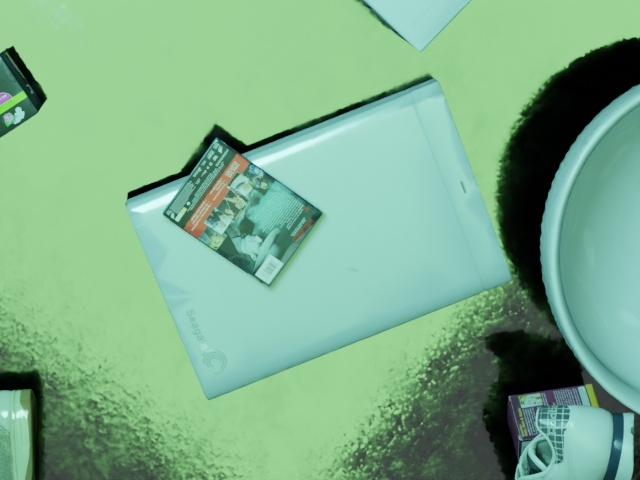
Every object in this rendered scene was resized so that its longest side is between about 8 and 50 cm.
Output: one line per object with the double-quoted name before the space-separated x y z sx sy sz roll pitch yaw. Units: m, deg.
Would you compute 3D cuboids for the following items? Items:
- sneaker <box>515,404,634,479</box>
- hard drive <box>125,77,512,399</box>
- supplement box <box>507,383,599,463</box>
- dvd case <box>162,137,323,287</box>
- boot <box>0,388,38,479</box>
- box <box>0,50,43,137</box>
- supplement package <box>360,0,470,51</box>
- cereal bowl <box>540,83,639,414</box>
"sneaker" 0.224 0.233 1.559 0.095 0.090 0.235 8 133 -2
"hard drive" 0.000 0.000 1.546 0.308 0.040 0.203 -22 103 0
"supplement box" 0.224 0.175 1.585 0.083 0.055 0.043 -7 138 -2
"dvd case" -0.070 -0.025 1.507 0.119 0.013 0.087 34 97 -9
"boot" -0.349 0.242 1.552 0.165 0.077 0.213 2 97 -5
"box" -0.301 -0.121 1.491 0.083 0.052 0.062 -33 103 4
"supplement package" 0.039 -0.298 1.437 0.244 0.134 0.139 42 96 -11
"cereal bowl" 0.360 -0.002 1.521 0.339 0.141 0.339 -1 103 -4
